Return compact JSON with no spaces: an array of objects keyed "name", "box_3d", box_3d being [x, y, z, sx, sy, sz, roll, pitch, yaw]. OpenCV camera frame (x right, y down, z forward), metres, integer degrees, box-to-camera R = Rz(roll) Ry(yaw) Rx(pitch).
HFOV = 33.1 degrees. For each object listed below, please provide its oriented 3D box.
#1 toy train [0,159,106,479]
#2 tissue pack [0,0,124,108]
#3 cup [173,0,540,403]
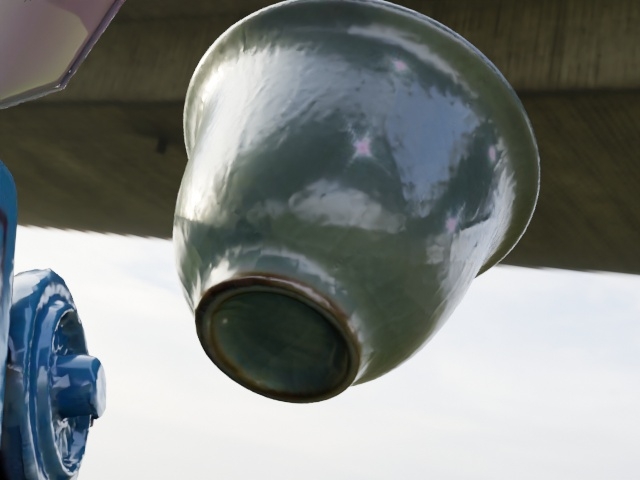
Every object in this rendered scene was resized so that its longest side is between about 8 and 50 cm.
[{"name":"toy train","box_3d":[-0.185,0.115,0.373,0.188,0.300,0.265,-1,-18,1]},{"name":"tissue pack","box_3d":[-0.123,-0.170,0.398,0.092,0.148,0.246,-30,-7,-44]},{"name":"cup","box_3d":[0.000,0.000,0.535,0.199,0.150,0.199,11,-48,12]}]
